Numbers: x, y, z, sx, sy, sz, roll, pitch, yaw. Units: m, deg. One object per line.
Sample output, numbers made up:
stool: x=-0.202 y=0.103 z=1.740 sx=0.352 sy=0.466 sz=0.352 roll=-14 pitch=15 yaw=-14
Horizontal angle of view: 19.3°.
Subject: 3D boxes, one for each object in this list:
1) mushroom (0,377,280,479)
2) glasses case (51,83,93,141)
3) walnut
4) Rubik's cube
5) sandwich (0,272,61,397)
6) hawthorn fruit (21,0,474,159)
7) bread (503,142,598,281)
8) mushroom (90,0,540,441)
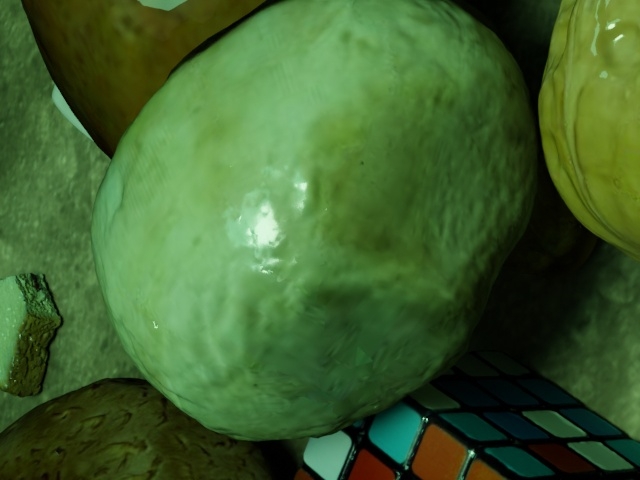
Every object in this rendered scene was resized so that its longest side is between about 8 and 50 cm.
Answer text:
mushroom: x=-0.160 y=0.248 z=1.290 sx=0.345 sy=0.239 sz=0.345 roll=-8 pitch=69 yaw=20
glasses case: x=-0.136 y=-0.081 z=1.383 sx=0.164 sy=0.063 sz=0.041 roll=36 pitch=111 yaw=39
walnut: x=0.207 y=-0.091 z=0.984 sx=0.193 sy=0.193 sz=0.226 roll=18 pitch=100 yaw=42
Rubik's cube: x=0.084 y=0.165 z=1.100 sx=0.151 sy=0.154 sz=0.155 roll=34 pitch=110 yaw=40
sandwich: x=-0.252 y=0.063 z=1.502 sx=0.105 sy=0.035 sz=0.093 roll=29 pitch=108 yaw=42
hawthorn fruit: x=-0.051 y=-0.164 z=1.155 sx=0.308 sy=0.308 sz=0.325 roll=13 pitch=83 yaw=43
bread: x=0.130 y=-0.019 z=1.142 sx=0.083 sy=0.046 sz=0.081 roll=25 pitch=110 yaw=39
mushroom: x=-0.001 y=-0.006 z=1.005 sx=0.267 sy=0.189 sz=0.164 roll=-26 pitch=42 yaw=7
